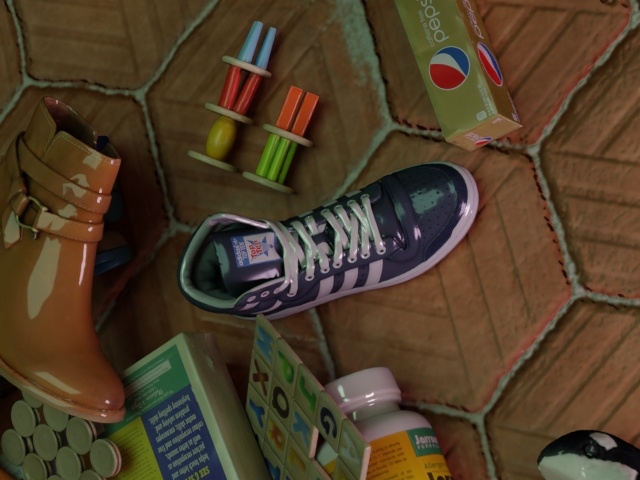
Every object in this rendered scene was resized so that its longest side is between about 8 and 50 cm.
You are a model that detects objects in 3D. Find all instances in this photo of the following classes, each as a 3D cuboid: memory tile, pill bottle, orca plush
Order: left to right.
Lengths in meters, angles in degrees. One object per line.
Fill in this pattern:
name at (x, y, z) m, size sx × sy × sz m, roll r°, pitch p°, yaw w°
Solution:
memory tile at (-0.248, 0.203, 1.807) m, size 0.148 × 0.012 × 0.113 m, roll 39°, pitch 122°, yaw 30°
pill bottle at (0.062, 0.225, 1.695) m, size 0.117 × 0.117 × 0.208 m, roll -30°, pitch 70°, yaw 21°
orca plush at (0.325, 0.230, 1.570) m, size 0.287 × 0.151 × 0.102 m, roll 28°, pitch 64°, yaw 31°

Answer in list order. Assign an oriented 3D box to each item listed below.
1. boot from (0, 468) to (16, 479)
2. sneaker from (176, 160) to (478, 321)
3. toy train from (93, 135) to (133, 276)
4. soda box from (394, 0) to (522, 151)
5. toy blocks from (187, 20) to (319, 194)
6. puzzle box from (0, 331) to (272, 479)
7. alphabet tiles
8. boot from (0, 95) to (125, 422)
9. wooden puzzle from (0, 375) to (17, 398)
boot at (-0.381, 0.141, 1.795) m, size 0.295 × 0.104 × 0.211 m, roll 22°, pitch 107°, yaw 1°
sneaker at (0.000, 0.000, 1.738) m, size 0.282 × 0.153 × 0.099 m, roll -24°, pitch 73°, yaw 22°
toy train at (-0.312, -0.007, 1.940) m, size 0.248 × 0.105 × 0.143 m, roll -21°, pitch 87°, yaw 23°
soda box at (0.122, -0.178, 1.753) m, size 0.058 × 0.061 × 0.181 m, roll -27°, pitch 71°, yaw 22°
toy blocks at (-0.053, -0.132, 1.842) m, size 0.123 × 0.054 × 0.148 m, roll 21°, pitch 92°, yaw 29°
puzzle box at (-0.210, 0.301, 1.826) m, size 0.409 × 0.052 × 0.272 m, roll -34°, pitch 67°, yaw 29°
alphabet tiles at (-0.022, 0.215, 1.708) m, size 0.198 × 0.009 × 0.237 m, roll 48°, pitch 140°, yaw 43°
boot at (-0.234, 0.017, 1.784) m, size 0.283 × 0.109 × 0.220 m, roll 46°, pitch 109°, yaw 38°
wooden puzzle at (-0.324, 0.146, 1.944) m, size 0.083 × 0.049 × 0.006 m, roll -35°, pitch 67°, yaw 19°
